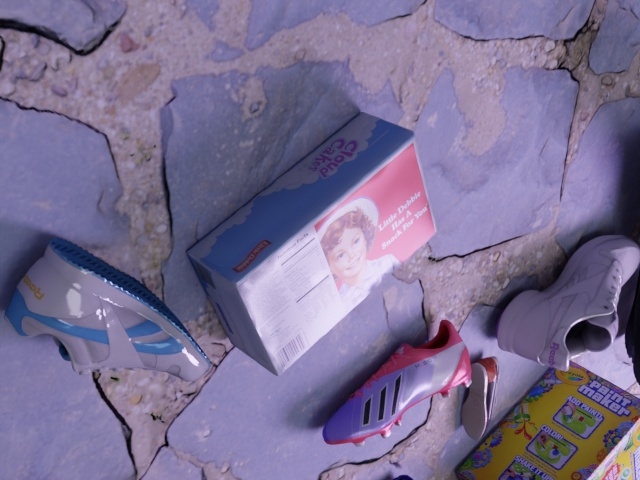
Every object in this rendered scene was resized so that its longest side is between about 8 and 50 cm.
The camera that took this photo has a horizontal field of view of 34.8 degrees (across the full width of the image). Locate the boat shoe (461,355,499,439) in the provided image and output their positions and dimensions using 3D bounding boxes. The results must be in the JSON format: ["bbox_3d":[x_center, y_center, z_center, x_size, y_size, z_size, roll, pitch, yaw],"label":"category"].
[{"bbox_3d":[0.244,0.238,1.537,0.043,0.049,0.137,-20,122,-39],"label":"boat shoe"}]

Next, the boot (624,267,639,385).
[{"bbox_3d":[0.557,0.070,1.582,0.367,0.146,0.445,-60,157,-56],"label":"boot"}]

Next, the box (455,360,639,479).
[{"bbox_3d":[0.401,0.405,1.698,0.279,0.177,0.290,-43,137,-20],"label":"box"}]

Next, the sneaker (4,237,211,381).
[{"bbox_3d":[-0.197,0.085,0.975,0.092,0.087,0.228,-50,132,0],"label":"sneaker"}]

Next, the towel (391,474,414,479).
[{"bbox_3d":[0.085,0.519,1.497,0.227,0.076,0.308,-38,138,-35],"label":"towel"}]

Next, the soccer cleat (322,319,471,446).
[{"bbox_3d":[0.096,0.189,1.347,0.248,0.083,0.095,-23,99,-29],"label":"soccer cleat"}]

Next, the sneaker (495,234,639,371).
[{"bbox_3d":[0.407,0.101,1.538,0.305,0.152,0.114,-34,131,-29],"label":"sneaker"}]

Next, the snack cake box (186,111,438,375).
[{"bbox_3d":[0.000,0.000,1.112,0.264,0.089,0.152,-40,134,-22],"label":"snack cake box"}]
